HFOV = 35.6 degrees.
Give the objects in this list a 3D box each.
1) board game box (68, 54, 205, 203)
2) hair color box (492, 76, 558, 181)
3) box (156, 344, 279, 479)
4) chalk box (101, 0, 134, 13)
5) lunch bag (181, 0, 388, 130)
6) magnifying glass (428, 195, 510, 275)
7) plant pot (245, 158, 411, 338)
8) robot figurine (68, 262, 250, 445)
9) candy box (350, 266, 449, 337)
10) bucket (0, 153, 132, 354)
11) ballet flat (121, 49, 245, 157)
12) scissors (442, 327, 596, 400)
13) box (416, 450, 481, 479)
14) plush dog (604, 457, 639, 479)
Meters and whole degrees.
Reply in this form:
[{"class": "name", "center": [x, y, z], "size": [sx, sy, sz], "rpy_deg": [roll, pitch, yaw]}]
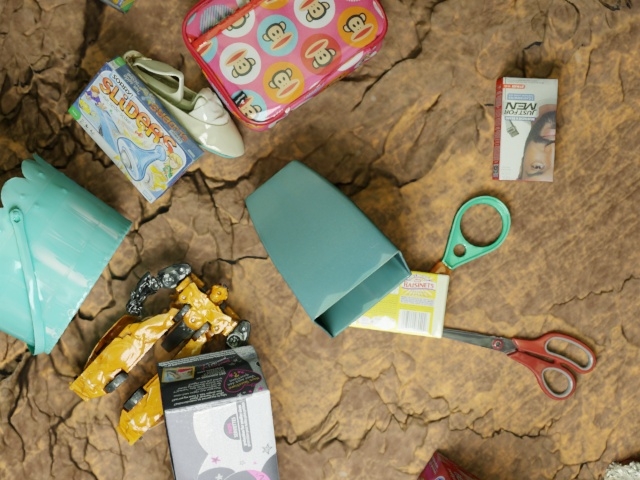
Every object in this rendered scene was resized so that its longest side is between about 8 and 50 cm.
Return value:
[{"class": "board game box", "center": [-0.292, -0.173, 1.578], "size": [0.201, 0.035, 0.136], "rpy_deg": [48, 130, -3]}, {"class": "hair color box", "center": [0.335, -0.181, 1.635], "size": [0.093, 0.053, 0.167], "rpy_deg": [1, 94, -3]}, {"class": "box", "center": [-0.153, 0.312, 1.543], "size": [0.163, 0.142, 0.247], "rpy_deg": [-9, 117, -11]}, {"class": "chalk box", "center": [-0.334, -0.447, 1.511], "size": [0.132, 0.213, 0.132], "rpy_deg": [31, 91, -4]}, {"class": "lunch bag", "center": [-0.066, -0.346, 1.582], "size": [0.293, 0.120, 0.258], "rpy_deg": [-37, 90, -2]}, {"class": "magnifying glass", "center": [0.224, 0.023, 1.654], "size": [0.092, 0.026, 0.231], "rpy_deg": [41, 93, -4]}, {"class": "plant pot", "center": [0.000, 0.000, 1.563], "size": [0.165, 0.165, 0.234], "rpy_deg": [-38, 72, 0]}, {"class": "robot figurine", "center": [-0.253, 0.175, 1.611], "size": [0.211, 0.085, 0.291], "rpy_deg": [45, 91, -4]}, {"class": "candy box", "center": [0.103, 0.095, 1.636], "size": [0.205, 0.027, 0.105], "rpy_deg": [7, 89, 7]}, {"class": "bucket", "center": [-0.425, 0.026, 1.510], "size": [0.183, 0.281, 0.281], "rpy_deg": [33, 91, -9]}, {"class": "ballet flat", "center": [-0.218, -0.222, 1.586], "size": [0.248, 0.086, 0.086], "rpy_deg": [30, 91, -4]}, {"class": "scissors", "center": [0.316, 0.168, 1.671], "size": [0.297, 0.021, 0.109], "rpy_deg": [27, 94, -3]}, {"class": "box", "center": [0.216, 0.444, 1.558], "size": [0.128, 0.257, 0.123], "rpy_deg": [33, 93, -4]}, {"class": "plush dog", "center": [0.470, 0.491, 1.587], "size": [0.262, 0.225, 0.211], "rpy_deg": [-20, 93, -2]}]
